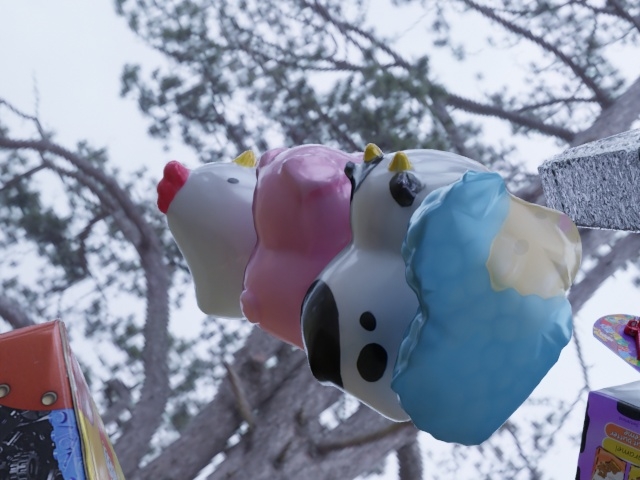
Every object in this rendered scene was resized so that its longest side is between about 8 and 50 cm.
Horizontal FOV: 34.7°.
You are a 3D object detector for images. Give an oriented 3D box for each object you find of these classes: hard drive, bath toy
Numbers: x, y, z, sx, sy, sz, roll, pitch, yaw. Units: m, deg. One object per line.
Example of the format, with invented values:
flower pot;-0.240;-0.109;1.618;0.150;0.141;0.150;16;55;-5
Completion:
hard drive;0.298;-0.067;0.701;0.339;0.237;0.064;-75;148;-87
bath toy;0.000;0.000;0.633;0.129;0.151;0.348;47;-16;-27

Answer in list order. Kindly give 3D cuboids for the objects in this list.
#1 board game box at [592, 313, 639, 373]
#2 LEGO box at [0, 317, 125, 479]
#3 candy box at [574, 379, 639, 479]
board game box;0.488;0.146;1.513;0.169;0.133;0.033;43;-49;42
LEGO box;-0.273;0.309;0.638;0.500;0.373;0.193;88;-15;-50
candy box;0.219;0.195;0.564;0.165;0.070;0.196;19;-74;49
